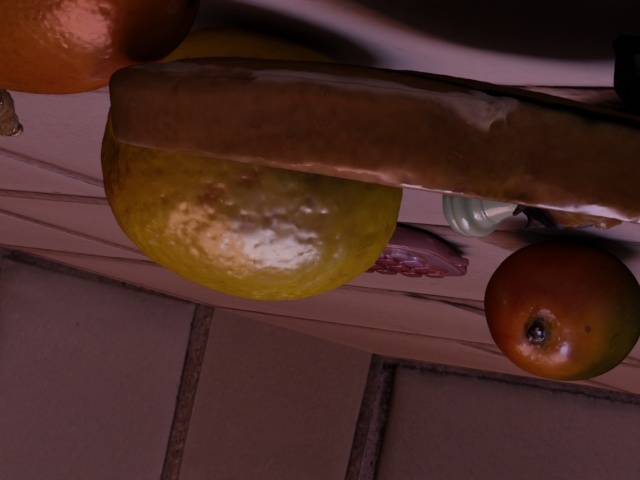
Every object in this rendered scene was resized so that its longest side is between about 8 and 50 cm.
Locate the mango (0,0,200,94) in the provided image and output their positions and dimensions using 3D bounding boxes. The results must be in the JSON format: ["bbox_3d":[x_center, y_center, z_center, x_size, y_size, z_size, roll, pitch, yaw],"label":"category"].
[{"bbox_3d":[-0.153,-0.132,0.969,0.217,0.102,0.141,5,164,34],"label":"mango"}]

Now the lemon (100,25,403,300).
[{"bbox_3d":[-0.042,-0.048,1.213,0.207,0.170,0.170,17,172,-25],"label":"lemon"}]

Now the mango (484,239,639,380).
[{"bbox_3d":[0.225,0.066,1.819,0.146,0.129,0.289,2,177,4],"label":"mango"}]

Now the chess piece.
[{"bbox_3d":[0.164,-0.034,1.451,0.149,0.059,0.059,-3,165,42],"label":"chess piece"}]

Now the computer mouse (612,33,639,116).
[{"bbox_3d":[0.233,-0.062,1.018,0.113,0.068,0.229,27,174,46],"label":"computer mouse"}]

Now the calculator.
[{"bbox_3d":[0.000,0.000,2.061,0.330,0.048,0.220,7,171,20],"label":"calculator"}]

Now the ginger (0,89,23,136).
[{"bbox_3d":[-0.318,-0.133,1.473,0.133,0.059,0.214,18,174,21],"label":"ginger"}]

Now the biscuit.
[{"bbox_3d":[0.076,-0.049,0.962,0.287,0.057,0.344,10,-177,33],"label":"biscuit"}]

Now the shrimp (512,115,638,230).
[{"bbox_3d":[0.222,-0.036,1.276,0.164,0.062,0.317,11,171,-14],"label":"shrimp"}]
